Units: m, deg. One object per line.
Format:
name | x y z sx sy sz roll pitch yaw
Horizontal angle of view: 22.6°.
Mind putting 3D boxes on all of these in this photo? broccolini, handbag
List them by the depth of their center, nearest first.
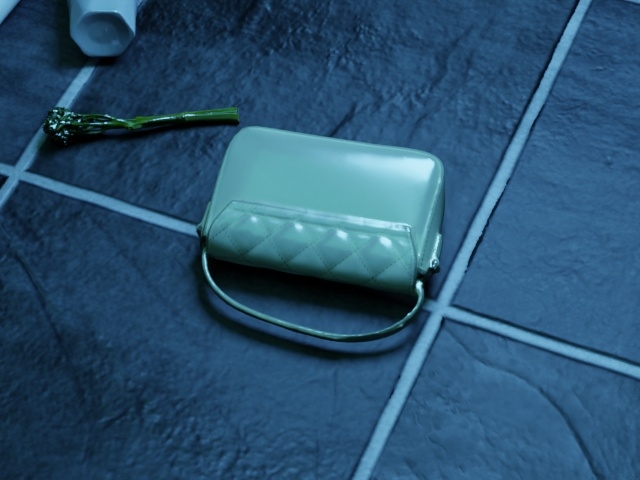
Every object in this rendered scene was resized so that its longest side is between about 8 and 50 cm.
handbag | 0.000 0.000 1.651 0.256 0.079 0.219 10 65 11
broccolini | -0.199 -0.133 1.783 0.218 0.042 0.044 -3 53 -1

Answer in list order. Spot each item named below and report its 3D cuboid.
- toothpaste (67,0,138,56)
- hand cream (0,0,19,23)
toothpaste | -0.265 -0.366 1.956 0.125 0.080 0.371 -11 45 5
hand cream | -0.417 -0.289 1.900 0.133 0.083 0.248 28 71 25
